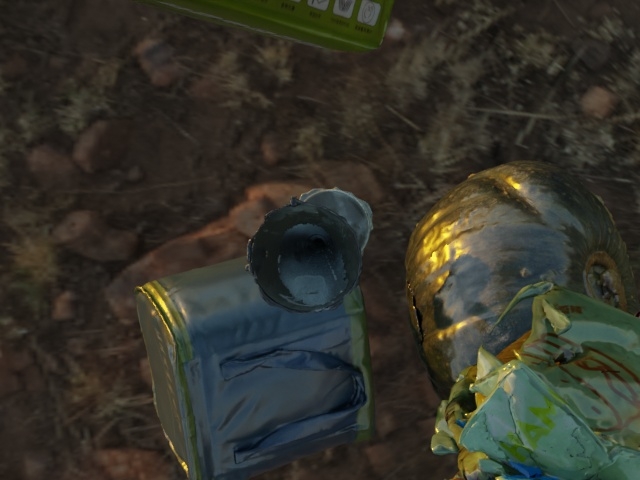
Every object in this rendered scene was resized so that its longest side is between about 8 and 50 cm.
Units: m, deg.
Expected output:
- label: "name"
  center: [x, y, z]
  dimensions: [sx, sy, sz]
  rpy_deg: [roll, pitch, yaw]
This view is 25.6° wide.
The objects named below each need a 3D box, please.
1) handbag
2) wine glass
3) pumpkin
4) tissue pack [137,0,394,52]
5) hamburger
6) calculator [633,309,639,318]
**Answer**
- label: "handbag"
  center: [-0.077, 0.147, 1.688]
  dimensions: [0.241, 0.222, 0.263]
  rpy_deg: [-13, 120, -17]
- label: "wine glass"
  center: [0.000, 0.000, 1.478]
  dimensions: [0.122, 0.183, 0.122]
  rpy_deg: [2, 103, 10]
- label: "pumpkin"
  center: [0.240, 0.076, 1.615]
  dimensions: [0.257, 0.291, 0.328]
  rpy_deg: [-21, 50, 36]
- label: "tissue pack"
  center: [-0.080, -0.252, 1.070]
  dimensions: [0.200, 0.274, 0.167]
  rpy_deg: [17, 96, 28]
- label: "hamburger"
  center: [0.212, 0.123, 1.166]
  dimensions: [0.276, 0.260, 0.150]
  rpy_deg: [36, 138, 55]
- label: "calculator"
  center: [0.428, 0.105, 1.375]
  dimensions: [0.194, 0.294, 0.043]
  rpy_deg: [56, 145, 17]
